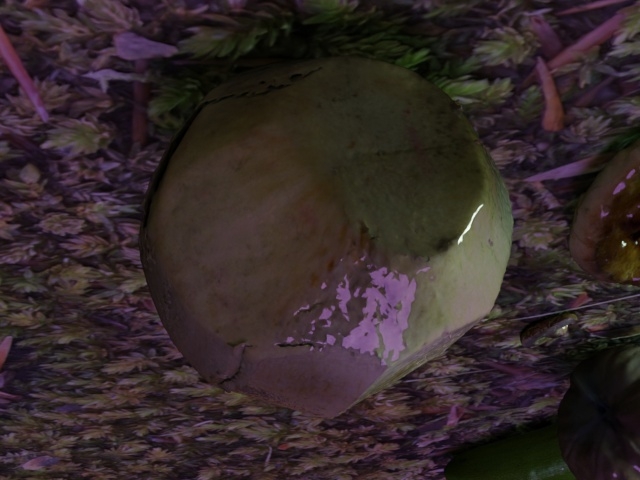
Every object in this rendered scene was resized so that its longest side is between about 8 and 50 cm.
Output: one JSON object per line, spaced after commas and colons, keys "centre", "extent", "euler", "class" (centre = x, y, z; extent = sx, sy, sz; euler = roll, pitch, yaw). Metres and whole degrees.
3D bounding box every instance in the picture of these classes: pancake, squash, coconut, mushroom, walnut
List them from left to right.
{"centre": [0.000, 0.000, 1.193], "extent": [0.353, 0.352, 0.352], "euler": [-4, 151, -2], "class": "coconut"}
{"centre": [0.321, 0.127, 1.766], "extent": [0.049, 0.019, 0.101], "euler": [15, 145, -34], "class": "mushroom"}
{"centre": [0.390, 0.365, 2.117], "extent": [0.395, 0.107, 0.107], "euler": [-24, 146, 27], "class": "squash"}
{"centre": [0.473, 0.274, 1.840], "extent": [0.248, 0.248, 0.248], "euler": [-4, 151, -2], "class": "walnut"}
{"centre": [0.456, -0.037, 1.455], "extent": [0.356, 0.065, 0.356], "euler": [-8, 151, -4], "class": "pancake"}
